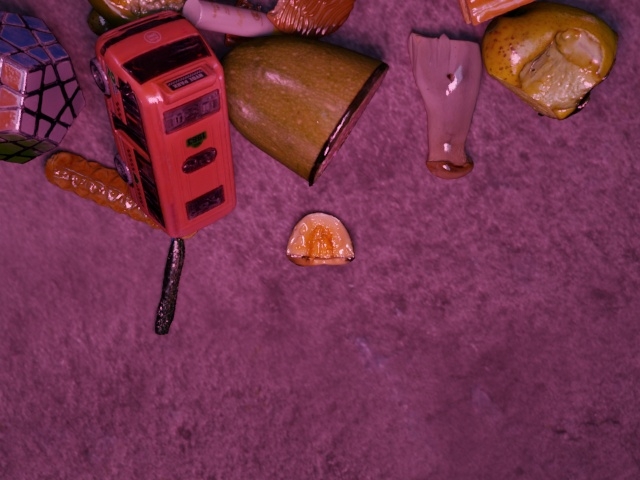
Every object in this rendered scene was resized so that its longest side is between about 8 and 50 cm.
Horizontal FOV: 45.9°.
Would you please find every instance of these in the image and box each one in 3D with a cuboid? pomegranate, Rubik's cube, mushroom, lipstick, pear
[{"bbox_3d":[-0.327,-0.539,1.522,0.341,0.260,0.260,-1,108,-34],"label":"pomegranate"},{"bbox_3d":[-0.646,-0.310,1.536,0.319,0.319,0.264,28,127,-11],"label":"Rubik's cube"},{"bbox_3d":[-0.452,-0.463,1.610,0.085,0.073,0.073,27,102,-19],"label":"pomegranate"},{"bbox_3d":[0.280,-0.304,1.697,0.159,0.122,0.328,8,108,31],"label":"mushroom"},{"bbox_3d":[-0.165,-0.450,1.552,0.059,0.264,0.059,6,99,39],"label":"lipstick"},{"bbox_3d":[0.486,-0.419,1.625,0.256,0.164,0.238,31,103,-21],"label":"pear"}]

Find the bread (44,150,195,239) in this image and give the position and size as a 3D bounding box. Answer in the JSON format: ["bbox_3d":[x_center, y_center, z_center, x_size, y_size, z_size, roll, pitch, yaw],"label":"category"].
[{"bbox_3d":[-0.444,-0.102,1.709,0.368,0.077,0.084,24,104,-9],"label":"bread"}]

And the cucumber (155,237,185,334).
[{"bbox_3d":[-0.355,0.104,1.792,0.044,0.043,0.256,10,104,-12],"label":"cucumber"}]

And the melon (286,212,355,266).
[{"bbox_3d":[0.000,0.000,1.777,0.160,0.079,0.128,4,88,-4],"label":"melon"}]

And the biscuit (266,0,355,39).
[{"bbox_3d":[-0.003,-0.523,1.602,0.176,0.031,0.228,33,89,-38],"label":"biscuit"}]

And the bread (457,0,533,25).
[{"bbox_3d":[0.392,-0.607,1.577,0.246,0.111,0.239,-19,110,7],"label":"bread"}]

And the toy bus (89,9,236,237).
[{"bbox_3d":[-0.298,-0.219,1.511,0.203,0.233,0.426,-30,146,-24],"label":"toy bus"}]

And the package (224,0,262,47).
[{"bbox_3d":[-0.163,-0.468,1.647,0.077,0.033,0.110,11,110,-17],"label":"package"}]

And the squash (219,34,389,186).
[{"bbox_3d":[-0.061,-0.323,1.593,0.309,0.310,0.310,34,101,2],"label":"squash"}]
